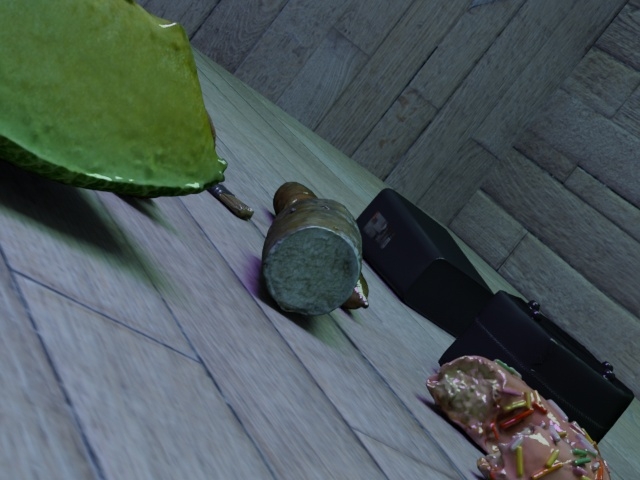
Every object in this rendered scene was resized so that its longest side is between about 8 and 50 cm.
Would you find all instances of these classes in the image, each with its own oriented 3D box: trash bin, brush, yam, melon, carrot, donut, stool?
[{"bbox_3d":[0.164,0.041,1.940,0.165,0.115,0.225,35,12,-32],"label":"trash bin"},{"bbox_3d":[-0.151,-0.082,1.539,0.170,0.014,0.043,40,8,23],"label":"brush"},{"bbox_3d":[-0.008,0.017,1.269,0.107,0.107,0.194,37,8,-5],"label":"yam"},{"bbox_3d":[-0.259,-0.192,0.990,0.331,0.226,0.343,16,7,-39],"label":"melon"},{"bbox_3d":[0.000,0.001,1.563,0.070,0.070,0.342,34,10,-28],"label":"carrot"},{"bbox_3d":[0.221,0.214,1.257,0.199,0.085,0.233,35,10,-29],"label":"donut"},{"bbox_3d":[0.272,0.173,1.509,0.232,0.141,0.232,38,7,-5],"label":"stool"}]

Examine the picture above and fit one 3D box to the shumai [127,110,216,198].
[{"bbox_3d":[-0.180,-0.107,1.183,0.139,0.123,0.105,21,3,-21],"label":"shumai"}]
